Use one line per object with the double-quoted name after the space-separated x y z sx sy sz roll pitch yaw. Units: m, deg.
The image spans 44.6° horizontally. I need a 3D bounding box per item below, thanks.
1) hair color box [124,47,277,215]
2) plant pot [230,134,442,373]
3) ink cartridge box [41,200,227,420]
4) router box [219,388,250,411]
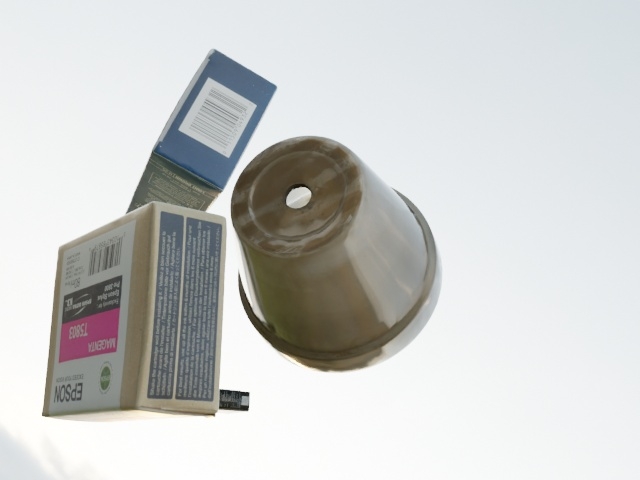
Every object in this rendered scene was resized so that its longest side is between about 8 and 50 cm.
-0.188 -0.113 1.129 0.105 0.174 0.347 30 -23 -11 "hair color box"
0.000 0.000 1.144 0.323 0.323 0.280 23 -18 26 "plant pot"
-0.193 0.082 0.790 0.235 0.088 0.193 -18 -115 48 "ink cartridge box"
-0.191 0.294 1.429 0.092 0.038 0.122 9 -17 -23 "router box"
